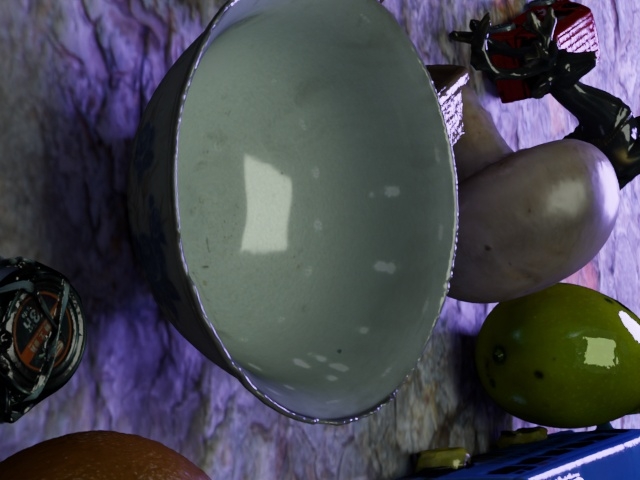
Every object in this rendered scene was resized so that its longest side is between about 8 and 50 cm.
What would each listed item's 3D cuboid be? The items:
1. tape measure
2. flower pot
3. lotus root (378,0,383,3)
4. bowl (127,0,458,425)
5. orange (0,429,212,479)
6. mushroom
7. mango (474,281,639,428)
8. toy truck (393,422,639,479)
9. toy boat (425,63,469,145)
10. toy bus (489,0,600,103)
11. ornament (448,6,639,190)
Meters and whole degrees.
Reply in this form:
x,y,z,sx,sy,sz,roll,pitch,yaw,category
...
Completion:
x,y,z,sx,sy,sz,roll,pitch,yaw,category
-0.188,0.061,1.009,0.094,0.054,0.091,-52,131,-41,tape measure
0.000,0.000,1.301,0.111,0.111,0.089,29,74,-54,flower pot
0.000,-0.268,1.309,0.138,0.138,0.214,4,82,-59,lotus root
-0.047,-0.028,1.157,0.313,0.146,0.313,5,84,-52,bowl
-0.137,0.210,0.946,0.206,0.206,0.206,14,74,-58,orange
0.177,-0.041,1.506,0.206,0.206,0.209,36,51,-52,mushroom
0.266,0.120,1.645,0.293,0.175,0.143,13,82,-52,mango
0.208,0.265,1.542,0.385,0.162,0.161,0,84,-60,toy truck
0.051,-0.094,1.379,0.188,0.116,0.061,-42,128,-56,toy boat
0.249,-0.210,1.753,0.195,0.089,0.081,-36,117,-56,toy bus
0.208,-0.129,1.645,0.236,0.202,0.080,39,31,-23,ornament
